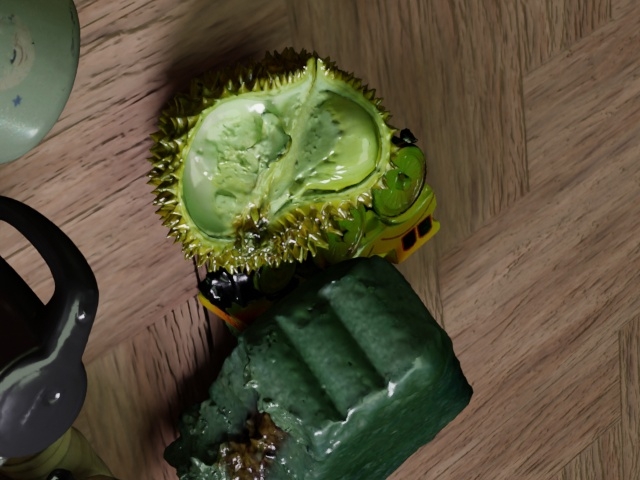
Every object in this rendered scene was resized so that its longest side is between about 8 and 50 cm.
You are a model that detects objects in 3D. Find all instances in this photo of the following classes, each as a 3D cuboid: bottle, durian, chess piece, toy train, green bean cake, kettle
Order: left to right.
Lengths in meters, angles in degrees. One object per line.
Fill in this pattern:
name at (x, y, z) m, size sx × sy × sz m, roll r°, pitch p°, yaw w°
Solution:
bottle at (-0.351, -0.175, 1.247) m, size 0.347 × 0.168 × 0.168 m, roll 20°, pitch 96°, yaw -46°
kettle at (-0.278, 0.063, 1.391) m, size 0.144 × 0.232 × 0.202 m, roll 26°, pitch 96°, yaw -53°
chess piece at (-0.257, 0.220, 1.643) m, size 0.090 × 0.090 × 0.200 m, roll -48°, pitch 148°, yaw -17°
durian at (-0.055, -0.072, 1.597) m, size 0.237 × 0.200 × 0.176 m, roll -28°, pitch 176°, yaw -18°
green bean cake at (-0.012, 0.167, 1.704) m, size 0.300 × 0.169 × 0.308 m, roll -37°, pitch 162°, yaw -2°
toy train at (0.000, 0.000, 1.771) m, size 0.296 × 0.100 × 0.160 m, roll -38°, pitch 138°, yaw -25°

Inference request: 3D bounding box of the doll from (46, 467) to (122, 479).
doll at (-0.247, 0.327, 1.519) m, size 0.349 × 0.247 × 0.247 m, roll 12°, pitch 102°, yaw -48°
